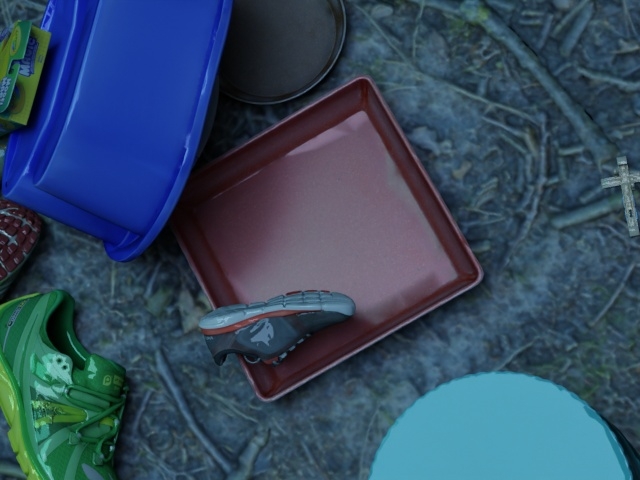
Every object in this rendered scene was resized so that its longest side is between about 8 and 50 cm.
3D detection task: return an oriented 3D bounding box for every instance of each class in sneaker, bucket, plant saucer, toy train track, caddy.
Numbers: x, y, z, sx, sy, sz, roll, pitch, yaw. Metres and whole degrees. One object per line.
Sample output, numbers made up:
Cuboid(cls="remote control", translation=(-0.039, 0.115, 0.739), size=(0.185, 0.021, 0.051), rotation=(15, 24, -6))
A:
Cuboid(cls="sneaker", translation=(-0.039, 0.090, 1.670), size=(0.158, 0.061, 0.065), rotation=(-10, 101, 12))
Cuboid(cls="bucket", translation=(0.172, 0.252, 1.548), size=(0.281, 0.183, 0.281), rotation=(-3, 75, 13))
Cuboid(cls="plant saucer", translation=(0.000, 0.000, 1.728), size=(0.259, 0.048, 0.258), rotation=(-30, 71, 4))
Cuboid(cls="sneaker", translation=(-0.249, 0.177, 1.710), size=(0.123, 0.109, 0.295), rotation=(-31, 71, 9))
Cuboid(cls="plant saucer", translation=(-0.052, -0.222, 1.807), size=(0.168, 0.029, 0.168), rotation=(-4, 75, 14))
Cuboid(cls="toy train track", translation=(0.306, -0.045, 1.682), size=(0.048, 0.014, 0.083), rotation=(-10, 74, 11))
Cuboid(cls="sneaker", translation=(-0.379, 0.050, 1.788), size=(0.088, 0.092, 0.225), rotation=(34, 68, 8))
Cuboid(cls="caddy", translation=(-0.189, -0.151, 1.714), size=(0.179, 0.241, 0.341), rotation=(18, 79, -23))

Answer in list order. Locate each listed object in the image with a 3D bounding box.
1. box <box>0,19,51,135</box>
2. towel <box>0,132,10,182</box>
Cuboid(cls="box", translation=(-0.328, -0.165, 1.753), size=(0.043, 0.179, 0.105), rotation=(18, 79, -22))
Cuboid(cls="towel", translation=(-0.485, -0.089, 1.861), size=(0.271, 0.040, 0.370), rotation=(30, 83, 10))
